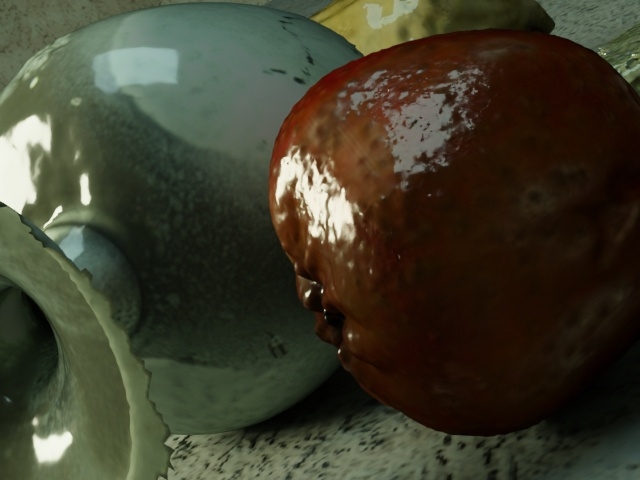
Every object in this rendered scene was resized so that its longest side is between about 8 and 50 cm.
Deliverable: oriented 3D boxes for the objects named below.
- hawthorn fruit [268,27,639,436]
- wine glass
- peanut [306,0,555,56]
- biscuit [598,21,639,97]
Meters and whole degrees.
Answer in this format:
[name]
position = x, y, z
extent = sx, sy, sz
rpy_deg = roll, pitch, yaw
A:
[hawthorn fruit]
position = 0.083, -0.013, 0.833
extent = 0.200, 0.179, 0.179
rpy_deg = -23, 11, -13
[wine glass]
position = -0.088, 0.009, 0.963
extent = 0.238, 0.238, 0.323
rpy_deg = -17, 13, 36
[peanut]
position = 0.032, -0.114, 1.443
extent = 0.291, 0.143, 0.159
rpy_deg = -28, 20, 15
[biscuit]
position = 0.170, -0.095, 1.298
extent = 0.250, 0.046, 0.147
rpy_deg = -25, 12, 3
